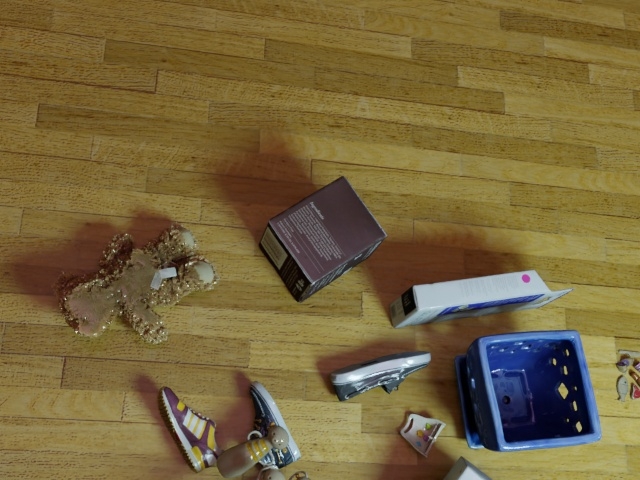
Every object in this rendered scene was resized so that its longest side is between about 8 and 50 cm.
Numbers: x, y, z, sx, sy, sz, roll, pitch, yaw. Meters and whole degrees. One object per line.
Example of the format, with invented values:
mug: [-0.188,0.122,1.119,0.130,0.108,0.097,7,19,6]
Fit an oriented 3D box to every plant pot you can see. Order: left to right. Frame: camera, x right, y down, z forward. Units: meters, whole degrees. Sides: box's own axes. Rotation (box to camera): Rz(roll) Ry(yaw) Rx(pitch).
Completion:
plant pot: [0.420,0.328,1.676,0.236,0.212,0.236,-3,73,-14]

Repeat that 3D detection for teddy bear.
teddy bear: [-0.379,0.092,1.644,0.245,0.113,0.338,45,61,-3]

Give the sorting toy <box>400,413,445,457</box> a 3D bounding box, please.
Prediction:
sorting toy: [0.214,0.413,1.695,0.075,0.045,0.083,33,68,7]

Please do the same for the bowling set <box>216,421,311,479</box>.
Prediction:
bowling set: [-0.084,0.512,1.482,0.154,0.200,0.287,-29,91,3]

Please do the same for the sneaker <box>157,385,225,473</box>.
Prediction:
sneaker: [-0.261,0.370,1.592,0.084,0.069,0.185,-25,85,-27]

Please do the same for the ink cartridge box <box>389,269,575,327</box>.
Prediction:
ink cartridge box: [0.353,0.127,1.746,0.371,0.176,0.069,-4,72,-14]

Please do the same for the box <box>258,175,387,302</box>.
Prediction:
box: [0.000,0.000,1.713,0.203,0.168,0.167,-32,80,-20]

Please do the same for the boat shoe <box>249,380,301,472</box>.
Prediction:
boat shoe: [-0.118,0.384,1.615,0.083,0.065,0.183,-27,80,-18]

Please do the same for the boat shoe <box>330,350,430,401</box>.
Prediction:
boat shoe: [0.135,0.296,1.700,0.228,0.080,0.076,-12,92,-19]

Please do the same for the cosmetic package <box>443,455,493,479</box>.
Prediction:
cosmetic package: [0.307,0.593,1.562,0.224,0.138,0.224,37,88,6]

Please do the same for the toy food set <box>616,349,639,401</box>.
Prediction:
toy food set: [0.735,0.319,1.852,0.078,0.019,0.122,7,71,-10]
